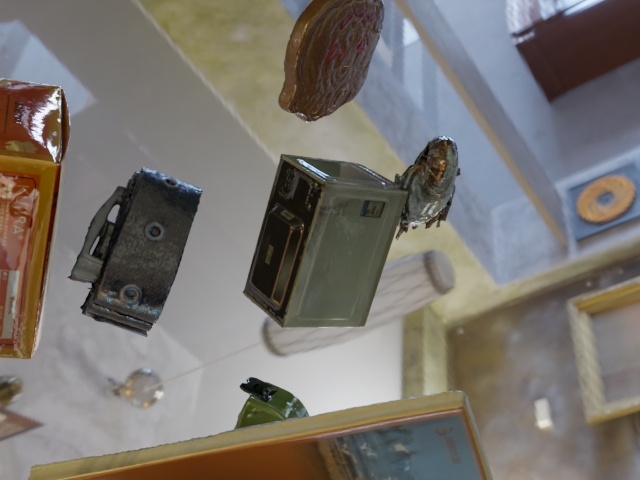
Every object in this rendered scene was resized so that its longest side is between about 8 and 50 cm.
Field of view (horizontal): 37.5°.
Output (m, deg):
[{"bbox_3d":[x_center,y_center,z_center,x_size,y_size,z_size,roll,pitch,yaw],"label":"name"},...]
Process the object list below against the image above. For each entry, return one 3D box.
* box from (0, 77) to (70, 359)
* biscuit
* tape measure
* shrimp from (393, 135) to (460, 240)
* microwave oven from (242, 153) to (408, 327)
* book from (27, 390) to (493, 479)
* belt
[{"bbox_3d":[-0.443,-0.039,1.207,0.213,0.284,0.260,8,-153,-17],"label":"box"},{"bbox_3d":[0.026,-0.331,1.677,0.049,0.257,0.273,32,-146,23],"label":"biscuit"},{"bbox_3d":[-0.035,0.247,0.922,0.154,0.178,0.087,22,-166,8],"label":"tape measure"},{"bbox_3d":[0.139,-0.060,1.329,0.090,0.233,0.079,10,-124,-11],"label":"shrimp"},{"bbox_3d":[0.000,0.000,1.259,0.163,0.205,0.129,5,-161,-37],"label":"microwave oven"},{"bbox_3d":[-0.030,0.261,0.803,0.028,0.373,0.263,-83,-23,-58],"label":"book"},{"bbox_3d":[-0.246,0.003,1.253,0.128,0.122,0.218,23,-116,-12],"label":"belt"}]
